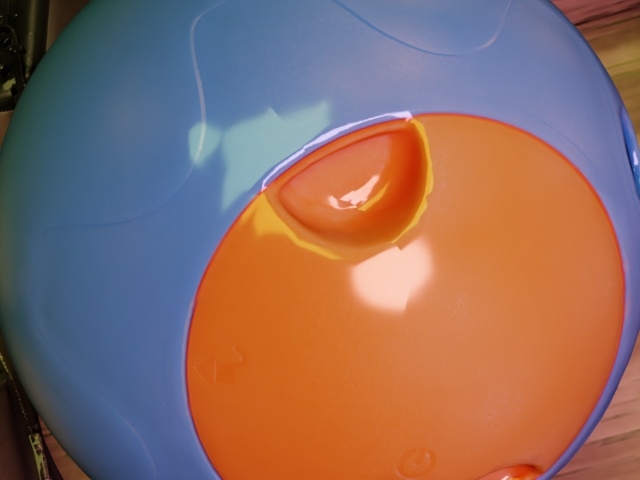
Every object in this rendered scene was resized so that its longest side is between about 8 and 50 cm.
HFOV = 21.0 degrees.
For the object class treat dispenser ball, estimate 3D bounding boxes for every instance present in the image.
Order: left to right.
[{"bbox_3d":[0.000,0.000,0.760,0.288,0.288,0.288,-5,66,11],"label":"treat dispenser ball"}]

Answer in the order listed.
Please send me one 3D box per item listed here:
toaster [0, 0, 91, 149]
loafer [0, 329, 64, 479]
[{"bbox_3d":[-0.212,-0.112,0.957,0.168,0.110,0.186,-6,65,11],"label":"toaster"},{"bbox_3d":[-0.178,0.108,0.869,0.080,0.078,0.220,-21,63,3],"label":"loafer"}]
